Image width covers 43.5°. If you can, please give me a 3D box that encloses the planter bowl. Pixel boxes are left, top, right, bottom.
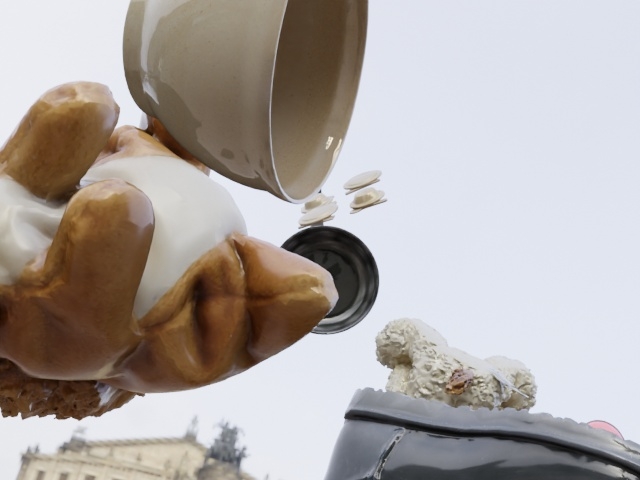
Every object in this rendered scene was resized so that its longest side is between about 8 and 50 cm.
[{"bbox_3d":[-0.047,-0.111,0.476,0.109,0.162,0.162,13,-31,17],"label":"planter bowl"}]

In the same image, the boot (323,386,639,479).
[{"bbox_3d":[0.096,0.374,0.732,0.367,0.445,0.146,-1,-42,41],"label":"boot"}]

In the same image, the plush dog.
[{"bbox_3d":[0.174,0.269,1.186,0.262,0.210,0.225,22,-76,5],"label":"plush dog"}]

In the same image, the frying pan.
[{"bbox_3d":[-0.025,0.016,1.444,0.197,0.326,0.053,-28,-9,-9],"label":"frying pan"}]

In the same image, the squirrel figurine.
[{"bbox_3d":[-0.264,0.052,0.671,0.370,0.281,0.397,-11,-25,-45],"label":"squirrel figurine"}]

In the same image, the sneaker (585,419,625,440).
[{"bbox_3d":[0.399,0.422,1.235,0.116,0.314,0.136,17,-18,29],"label":"sneaker"}]

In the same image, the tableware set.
[{"bbox_3d":[0.032,-0.062,1.211,0.141,0.168,0.020,-21,-72,7],"label":"tableware set"}]
